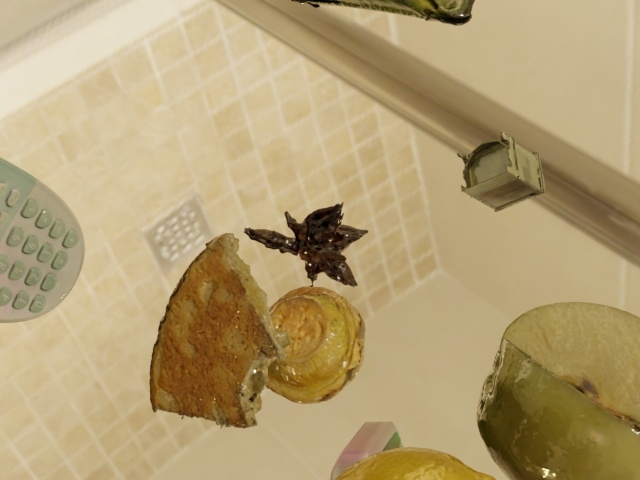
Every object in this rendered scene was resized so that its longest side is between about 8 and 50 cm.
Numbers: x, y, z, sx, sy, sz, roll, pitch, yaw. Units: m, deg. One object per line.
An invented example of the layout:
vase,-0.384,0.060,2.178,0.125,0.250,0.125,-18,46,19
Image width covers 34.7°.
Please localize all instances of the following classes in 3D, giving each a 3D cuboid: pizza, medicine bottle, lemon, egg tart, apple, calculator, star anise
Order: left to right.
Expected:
calculator,-0.396,-0.009,1.150,0.295,0.042,0.184,31,82,-41
pizza,-0.142,0.157,1.533,0.089,0.223,0.323,-15,134,-56
egg tart,-0.034,0.223,2.263,0.288,0.288,0.118,-47,147,-5
star anise,0.000,-0.002,1.669,0.157,0.053,0.212,-41,116,18
medicine bottle,0.068,0.359,1.542,0.219,0.078,0.115,-30,115,-67
lemon,0.082,0.311,1.066,0.244,0.186,0.187,-36,146,20
apple,0.342,0.238,1.380,0.295,0.258,0.233,-54,164,-58

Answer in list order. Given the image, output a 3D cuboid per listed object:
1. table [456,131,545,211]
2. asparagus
table,0.230,-0.088,1.314,0.079,0.062,0.083,-25,147,36
asparagus,0.065,-0.367,1.373,0.108,0.382,0.128,5,103,-38
